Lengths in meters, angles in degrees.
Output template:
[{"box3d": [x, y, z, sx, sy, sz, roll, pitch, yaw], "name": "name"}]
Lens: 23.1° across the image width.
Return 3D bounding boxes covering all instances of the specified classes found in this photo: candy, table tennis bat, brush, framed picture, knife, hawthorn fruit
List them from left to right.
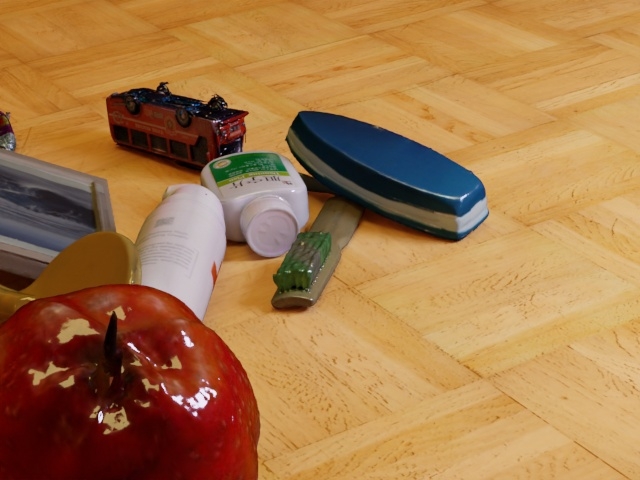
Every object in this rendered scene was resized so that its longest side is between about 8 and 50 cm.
[{"box3d": [-0.451, -0.067, 1.823, 0.446, 0.028, 0.326, 17, 19, -19], "name": "framed picture"}, {"box3d": [-0.448, -0.148, 2.195, 0.045, 0.043, 0.175, -19, 28, -8], "name": "candy"}, {"box3d": [-0.286, 0.075, 1.606, 0.321, 0.050, 0.198, 4, 65, 53], "name": "table tennis bat"}, {"box3d": [-0.161, 0.136, 1.262, 0.254, 0.300, 0.254, 6, 51, -7], "name": "hawthorn fruit"}, {"box3d": [0.000, 0.000, 1.823, 0.054, 0.048, 0.282, 2, 24, 14], "name": "brush"}, {"box3d": [0.014, -0.070, 1.983, 0.210, 0.028, 0.015, 9, 9, 24], "name": "knife"}]

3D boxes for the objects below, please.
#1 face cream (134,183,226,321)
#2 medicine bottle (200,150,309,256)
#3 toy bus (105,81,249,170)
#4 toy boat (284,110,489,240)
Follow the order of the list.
[{"box3d": [-0.163, 0.037, 1.701, 0.102, 0.102, 0.345, -1, 26, 7], "name": "face cream"}, {"box3d": [-0.076, -0.046, 1.899, 0.119, 0.069, 0.183, -8, 27, -11], "name": "medicine bottle"}, {"box3d": [-0.194, -0.154, 2.108, 0.235, 0.096, 0.073, 19, 33, 40], "name": "toy bus"}, {"box3d": [0.070, -0.090, 1.917, 0.299, 0.062, 0.096, 26, 49, 31], "name": "toy boat"}]
